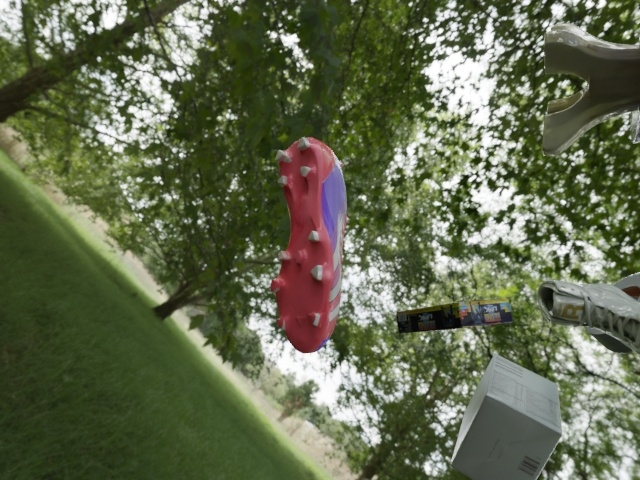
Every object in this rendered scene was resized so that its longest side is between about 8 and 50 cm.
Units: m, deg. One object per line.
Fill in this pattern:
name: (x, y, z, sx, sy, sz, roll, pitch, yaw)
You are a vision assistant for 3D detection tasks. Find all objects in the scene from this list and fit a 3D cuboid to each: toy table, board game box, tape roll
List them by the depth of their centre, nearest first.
toy table: (0.464, -0.259, 0.688, 0.161, 0.252, 0.274, 3, -28, 32)
board game box: (0.258, 0.151, 0.815, 0.170, 0.141, 0.048, -27, -116, 57)
tape roll: (0.791, 0.181, 1.057, 0.072, 0.219, 0.219, 43, -21, 6)

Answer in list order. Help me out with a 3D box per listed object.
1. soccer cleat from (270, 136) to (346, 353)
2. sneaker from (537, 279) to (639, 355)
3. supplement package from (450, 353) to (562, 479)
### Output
soccer cleat: (0.000, 0.000, 0.472, 0.083, 0.248, 0.095, -19, -23, 38)
sneaker: (0.514, 0.148, 0.749, 0.292, 0.169, 0.108, -97, -168, -80)
supplement package: (0.404, 0.398, 0.903, 0.149, 0.203, 0.194, 25, -70, 21)
